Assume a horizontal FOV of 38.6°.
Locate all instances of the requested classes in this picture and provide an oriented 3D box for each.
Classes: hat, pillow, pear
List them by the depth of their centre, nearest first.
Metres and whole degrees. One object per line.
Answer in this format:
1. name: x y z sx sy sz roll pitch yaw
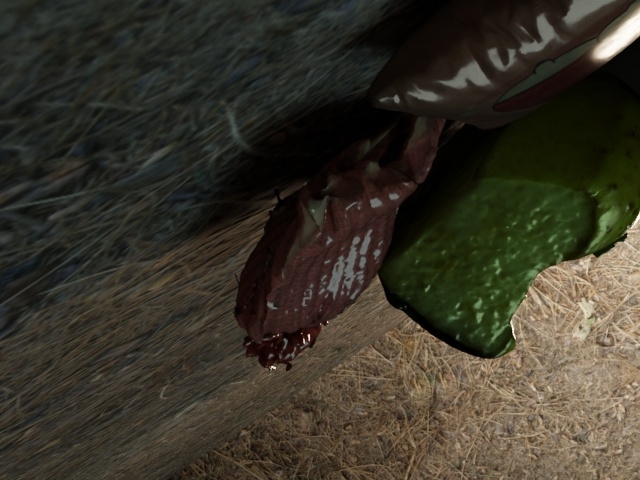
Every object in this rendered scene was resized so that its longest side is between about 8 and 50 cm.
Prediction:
1. pillow: 0.157 -0.149 0.589 0.236 0.084 0.223 -39 169 26
2. hat: 0.000 0.000 0.739 0.236 0.107 0.286 -37 163 -47
3. pear: 0.189 -0.051 0.829 0.255 0.164 0.238 -49 -172 30

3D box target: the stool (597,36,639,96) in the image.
1. stool: 0.310 -0.153 0.949 0.139 0.228 0.153 -64 163 -70
